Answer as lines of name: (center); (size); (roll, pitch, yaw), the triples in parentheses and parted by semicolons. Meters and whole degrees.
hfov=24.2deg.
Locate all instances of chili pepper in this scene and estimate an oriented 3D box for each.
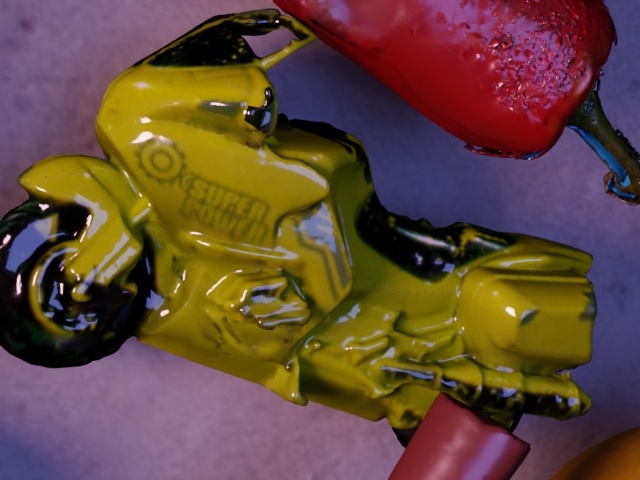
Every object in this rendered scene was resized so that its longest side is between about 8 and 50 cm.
chili pepper: (0.044, -0.137, 0.780); (0.387, 0.110, 0.110); (35, 77, -13)

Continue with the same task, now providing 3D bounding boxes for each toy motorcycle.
toy motorcycle: (-0.001, -0.001, 0.798); (0.342, 0.142, 0.206); (19, 103, -27)

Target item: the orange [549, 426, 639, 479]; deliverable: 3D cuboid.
orange: (0.240, 0.245, 0.897); (0.279, 0.235, 0.279); (6, 60, -11)

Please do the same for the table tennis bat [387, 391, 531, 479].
table tennis bat: (-0.028, 0.261, 0.752); (0.268, 0.051, 0.415); (32, 87, 16)
